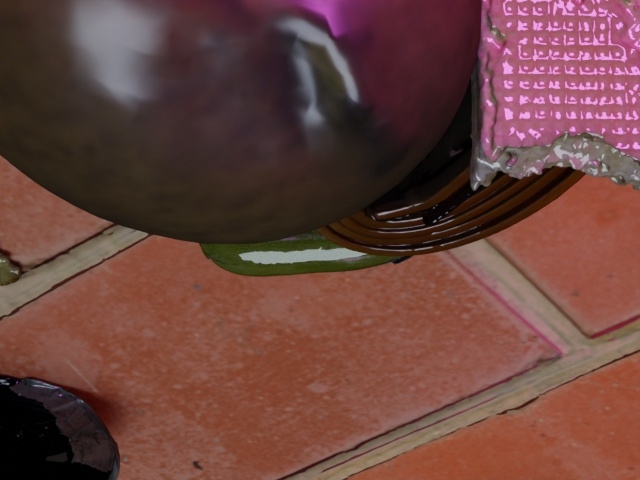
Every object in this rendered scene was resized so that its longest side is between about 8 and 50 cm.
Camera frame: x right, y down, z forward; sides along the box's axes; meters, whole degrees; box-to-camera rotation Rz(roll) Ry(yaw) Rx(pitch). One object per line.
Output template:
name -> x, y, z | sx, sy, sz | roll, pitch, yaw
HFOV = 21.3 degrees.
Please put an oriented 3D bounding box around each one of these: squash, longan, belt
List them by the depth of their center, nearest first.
longan -> -0.068, -0.150, 0.920 | 0.319, 0.319, 0.319 | 2, 138, 2
belt -> 0.085, -0.097, 1.117 | 0.184, 0.105, 0.261 | 23, 137, -23
squash -> 0.000, 0.000, 1.270 | 0.183, 0.052, 0.052 | -3, 137, 3
belt -> -0.268, 0.189, 1.424 | 0.198, 0.151, 0.078 | 5, 134, -15

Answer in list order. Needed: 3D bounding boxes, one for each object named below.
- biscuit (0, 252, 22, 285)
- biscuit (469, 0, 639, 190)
biscuit -> -0.338, -0.010, 1.308 | 0.144, 0.016, 0.203 | -19, 134, 24
biscuit -> 0.139, -0.144, 0.971 | 0.108, 0.238, 0.062 | 0, 172, -1
